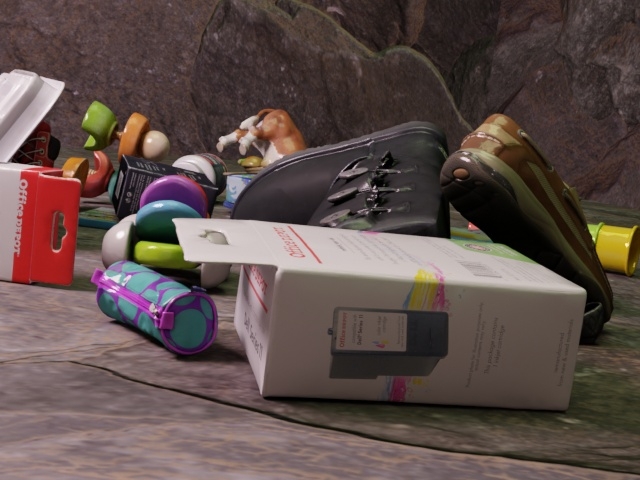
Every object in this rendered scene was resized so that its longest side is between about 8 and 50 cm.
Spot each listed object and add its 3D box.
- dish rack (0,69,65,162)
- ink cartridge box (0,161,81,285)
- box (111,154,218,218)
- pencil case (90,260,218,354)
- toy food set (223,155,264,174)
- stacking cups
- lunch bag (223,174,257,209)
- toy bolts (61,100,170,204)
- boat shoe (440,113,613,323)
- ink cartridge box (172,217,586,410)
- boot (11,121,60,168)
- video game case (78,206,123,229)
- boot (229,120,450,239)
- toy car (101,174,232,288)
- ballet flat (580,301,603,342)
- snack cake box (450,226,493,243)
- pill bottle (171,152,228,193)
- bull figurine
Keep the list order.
[{"bbox_3d":[-0.511,-0.149,1.426,0.072,0.285,0.333,41,-8,-26],"label":"dish rack"},{"bbox_3d":[-0.391,-0.027,1.151,0.231,0.134,0.078,8,8,5],"label":"ink cartridge box"},{"bbox_3d":[-0.274,-0.080,1.676,0.158,0.093,0.156,13,9,-17],"label":"box"},{"bbox_3d":[-0.164,0.063,0.948,0.070,0.064,0.152,25,-6,-39],"label":"pencil case"},{"bbox_3d":[-0.111,-0.168,2.127,0.192,0.038,0.132,0,4,39],"label":"toy food set"},{"bbox_3d":[0.440,-0.005,1.828,0.316,0.096,0.096,11,9,32],"label":"stacking cups"},{"bbox_3d":[-0.088,-0.096,2.047,0.176,0.090,0.219,13,10,33],"label":"lunch bag"},{"bbox_3d":[-0.387,-0.117,1.841,0.159,0.218,0.228,20,-25,0],"label":"toy bolts"},{"bbox_3d":[0.276,-0.023,1.176,0.123,0.120,0.324,2,-38,49],"label":"boat shoe"},{"bbox_3d":[0.037,0.063,0.900,0.354,0.119,0.207,5,11,-12],"label":"ink cartridge box"},{"bbox_3d":[-0.435,-0.084,1.369,0.089,0.176,0.244,11,10,-1],"label":"boot"},{"bbox_3d":[-0.356,-0.037,1.680,0.119,0.015,0.166,8,8,6],"label":"video game case"},{"bbox_3d":[0.002,-0.001,1.259,0.367,0.146,0.445,-25,19,17],"label":"boot"},{"bbox_3d":[-0.189,-0.017,1.235,0.159,0.136,0.182,7,8,-3],"label":"toy car"},{"bbox_3d":[0.254,0.090,1.148,0.173,0.049,0.057,5,8,-10],"label":"ballet flat"},{"bbox_3d":[0.242,0.035,1.389,0.265,0.089,0.152,5,9,-7],"label":"snack cake box"},{"bbox_3d":[-0.276,-0.137,2.129,0.108,0.107,0.180,8,8,8],"label":"pill bottle"},{"bbox_3d":[-0.060,-0.123,1.866,0.188,0.101,0.310,-16,65,-39],"label":"bull figurine"}]
